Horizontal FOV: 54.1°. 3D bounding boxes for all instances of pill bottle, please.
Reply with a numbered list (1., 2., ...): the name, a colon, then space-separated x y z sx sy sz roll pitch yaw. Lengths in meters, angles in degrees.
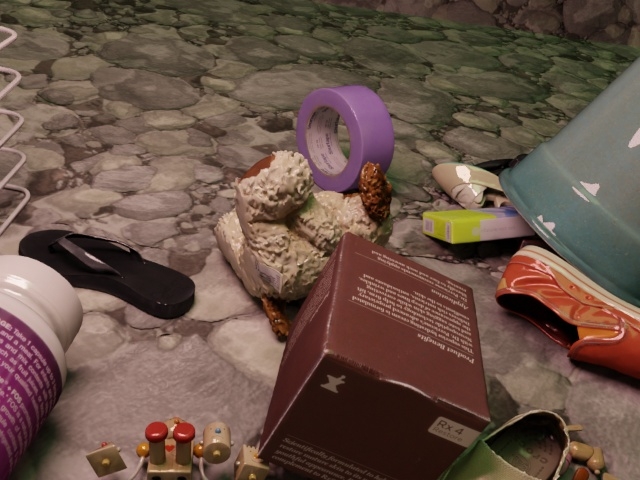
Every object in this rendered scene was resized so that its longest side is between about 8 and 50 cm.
1. pill bottle: -0.336 0.146 0.559 0.169 0.169 0.301 12 33 2

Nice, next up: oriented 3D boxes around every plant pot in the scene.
1. plant pot: 0.516 -0.118 0.956 0.341 0.334 0.341 28 29 -17

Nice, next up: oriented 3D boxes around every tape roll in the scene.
1. tape roll: 0.042 -0.187 1.151 0.080 0.189 0.189 -16 41 -35

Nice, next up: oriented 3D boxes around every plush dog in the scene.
1. plush dog: 0.000 0.000 0.867 0.225 0.262 0.210 -19 76 -24

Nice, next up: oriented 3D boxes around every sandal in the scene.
1. sandal: -0.286 0.028 0.853 0.254 0.054 0.097 17 33 8

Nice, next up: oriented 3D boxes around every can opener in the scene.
1. can opener: 0.359 -0.147 1.284 0.186 0.073 0.059 -13 46 -37

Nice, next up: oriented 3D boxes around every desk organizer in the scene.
1. desk organizer: 0.399 0.023 1.069 0.130 0.047 0.050 13 31 3

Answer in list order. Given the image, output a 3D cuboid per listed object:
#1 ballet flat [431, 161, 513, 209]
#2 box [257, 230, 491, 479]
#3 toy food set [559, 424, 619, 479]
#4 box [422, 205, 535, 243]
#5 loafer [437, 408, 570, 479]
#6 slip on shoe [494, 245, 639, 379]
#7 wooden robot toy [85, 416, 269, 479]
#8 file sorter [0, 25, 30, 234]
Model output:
1. ballet flat: 0.325 -0.079 1.179 0.248 0.086 0.086 17 34 8
2. box: 0.055 0.133 0.662 0.168 0.167 0.203 25 33 -7
3. toy food set: 0.295 0.266 0.699 0.078 0.019 0.122 -1 43 -17
4. box: 0.278 -0.030 1.073 0.178 0.042 0.109 -5 11 -16
5. loafer: 0.161 0.249 0.610 0.102 0.092 0.268 30 41 27
6. slip on shoe: 0.385 0.134 0.859 0.331 0.123 0.101 37 72 28
7. wooden robot toy: -0.139 0.200 0.630 0.173 0.076 0.079 5 23 -10
8. file sorter: -0.519 -0.153 0.859 0.173 0.277 0.193 10 33 -5
